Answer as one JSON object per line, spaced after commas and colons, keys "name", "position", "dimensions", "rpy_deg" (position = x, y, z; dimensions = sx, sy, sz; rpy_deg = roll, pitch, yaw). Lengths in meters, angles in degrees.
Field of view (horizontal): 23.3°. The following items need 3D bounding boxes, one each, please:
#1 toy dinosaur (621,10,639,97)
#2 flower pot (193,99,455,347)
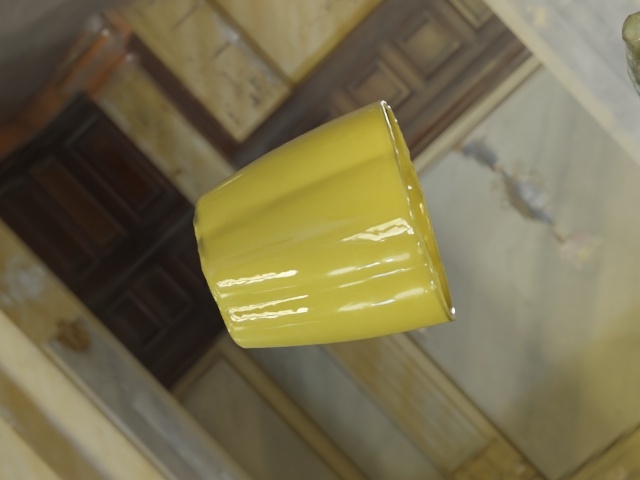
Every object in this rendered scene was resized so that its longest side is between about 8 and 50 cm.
{"name": "toy dinosaur", "position": [0.280, -0.078, 0.672], "dimensions": [0.162, 0.294, 0.077], "rpy_deg": [120, -12, -57]}
{"name": "flower pot", "position": [0.000, 0.000, 1.267], "dimensions": [0.179, 0.195, 0.195], "rpy_deg": [-17, -174, 7]}
